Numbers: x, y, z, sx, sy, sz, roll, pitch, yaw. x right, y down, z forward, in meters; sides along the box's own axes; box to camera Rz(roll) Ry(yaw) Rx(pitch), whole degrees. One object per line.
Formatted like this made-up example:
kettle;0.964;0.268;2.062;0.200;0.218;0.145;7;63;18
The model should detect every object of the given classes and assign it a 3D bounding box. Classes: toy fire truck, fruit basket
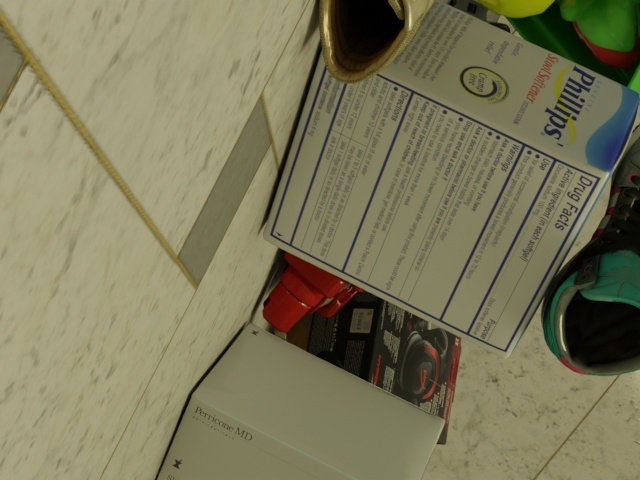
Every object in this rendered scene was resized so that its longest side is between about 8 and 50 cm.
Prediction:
toy fire truck;-0.004;0.076;1.713;0.246;0.158;0.217;-48;174;12
fruit basket;0.281;-0.342;1.720;0.392;0.392;0.283;-60;172;-39

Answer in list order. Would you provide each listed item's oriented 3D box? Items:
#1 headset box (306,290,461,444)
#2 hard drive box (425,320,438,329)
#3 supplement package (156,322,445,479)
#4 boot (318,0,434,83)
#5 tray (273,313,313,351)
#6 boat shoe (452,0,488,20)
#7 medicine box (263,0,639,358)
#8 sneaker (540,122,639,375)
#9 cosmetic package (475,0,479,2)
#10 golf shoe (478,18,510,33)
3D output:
headset box;0.101;0.158;1.965;0.293;0.110;0.218;35;60;-54
hard drive box;0.159;-0.019;1.779;0.232;0.089;0.181;85;-9;-62
supplement package;-0.020;0.243;1.563;0.145;0.261;0.204;-67;173;24
boot;0.084;-0.273;1.163;0.203;0.095;0.262;-56;174;-48
tray;-0.053;0.202;2.043;0.411;0.076;0.203;-62;174;-17
boat shoe;0.228;-0.336;2.229;0.219;0.077;0.070;-59;171;-55
medicine box;0.122;-0.070;1.363;0.149;0.289;0.264;-58;172;-46
sneaker;0.302;0.012;1.320;0.178;0.123;0.296;-75;-171;-69
cosmetic package;0.325;-0.521;2.141;0.160;0.113;0.309;-57;172;-50
golf shoe;0.174;-0.261;1.811;0.176;0.069;0.086;-24;-170;-39
